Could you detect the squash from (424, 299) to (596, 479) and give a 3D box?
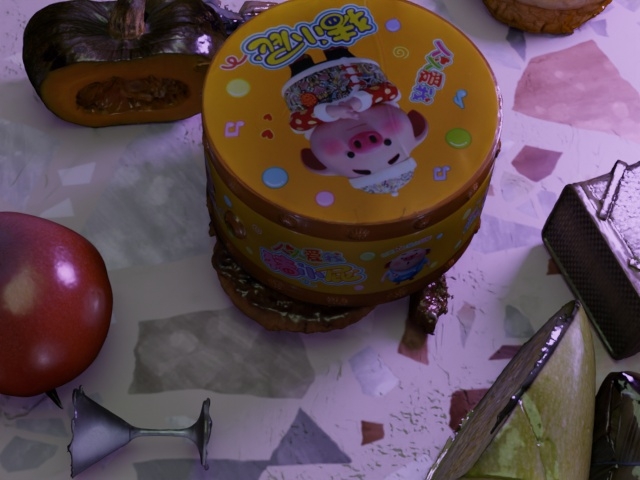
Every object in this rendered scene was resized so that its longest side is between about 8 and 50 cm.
[{"bbox_3d":[0.260,0.206,1.500,0.210,0.233,0.308,13,61,-10],"label":"squash"}]

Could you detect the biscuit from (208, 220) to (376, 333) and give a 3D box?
[{"bbox_3d":[-0.003,-0.003,1.684,0.334,0.081,0.289,-39,66,-23],"label":"biscuit"}]

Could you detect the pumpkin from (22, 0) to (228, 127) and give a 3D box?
[{"bbox_3d":[-0.297,-0.287,1.741,0.317,0.221,0.139,-2,61,-6],"label":"pumpkin"}]

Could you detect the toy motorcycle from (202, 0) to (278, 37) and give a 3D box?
[{"bbox_3d":[-0.172,-0.378,1.883,0.229,0.094,0.129,-2,55,-18],"label":"toy motorcycle"}]

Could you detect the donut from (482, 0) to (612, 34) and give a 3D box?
[{"bbox_3d":[0.402,-0.514,1.995,0.330,0.160,0.330,-2,67,4],"label":"donut"}]

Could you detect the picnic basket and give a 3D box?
[{"bbox_3d":[0.455,0.030,1.661,0.139,0.165,0.266,-18,64,-16],"label":"picnic basket"}]

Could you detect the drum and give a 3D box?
[{"bbox_3d":[0.041,-0.134,1.596,0.431,0.214,0.431,0,58,-1],"label":"drum"}]

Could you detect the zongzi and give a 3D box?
[{"bbox_3d":[0.470,0.348,1.509,0.286,0.138,0.300,20,73,-3],"label":"zongzi"}]

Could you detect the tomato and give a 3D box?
[{"bbox_3d":[-0.404,0.083,1.513,0.256,0.224,0.255,-5,61,8],"label":"tomato"}]

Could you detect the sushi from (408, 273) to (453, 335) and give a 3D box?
[{"bbox_3d":[0.164,0.082,1.668,0.060,0.061,0.118,13,79,-7],"label":"sushi"}]

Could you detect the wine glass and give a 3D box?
[{"bbox_3d":[-0.236,0.255,1.493,0.183,0.122,0.122,3,59,-7],"label":"wine glass"}]
